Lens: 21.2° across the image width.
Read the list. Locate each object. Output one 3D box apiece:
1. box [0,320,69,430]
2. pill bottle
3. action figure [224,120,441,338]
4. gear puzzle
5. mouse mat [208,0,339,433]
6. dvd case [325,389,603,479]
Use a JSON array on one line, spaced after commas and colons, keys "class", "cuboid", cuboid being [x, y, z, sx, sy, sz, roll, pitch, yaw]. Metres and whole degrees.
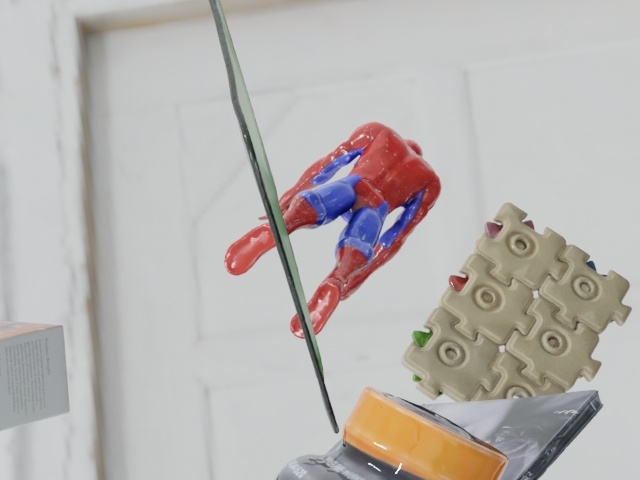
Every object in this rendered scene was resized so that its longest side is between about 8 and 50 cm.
[{"class": "box", "cuboid": [-0.350, 0.135, 1.658, 0.170, 0.130, 0.091, -11, -80, -53]}, {"class": "pill bottle", "cuboid": [0.009, 0.203, 0.907, 0.246, 0.130, 0.130, -64, -6, 0]}, {"class": "action figure", "cuboid": [0.000, 0.000, 1.203, 0.091, 0.139, 0.280, 45, -149, 0]}, {"class": "gear puzzle", "cuboid": [0.175, 0.123, 1.698, 0.339, 0.175, 0.044, -53, -6, -34]}, {"class": "mouse mat", "cuboid": [-0.024, -0.027, 0.721, 0.190, 0.007, 0.153, -104, -1, -56]}, {"class": "dvd case", "cuboid": [0.069, 0.160, 1.193, 0.164, 0.221, 0.018, -39, -71, -41]}]
